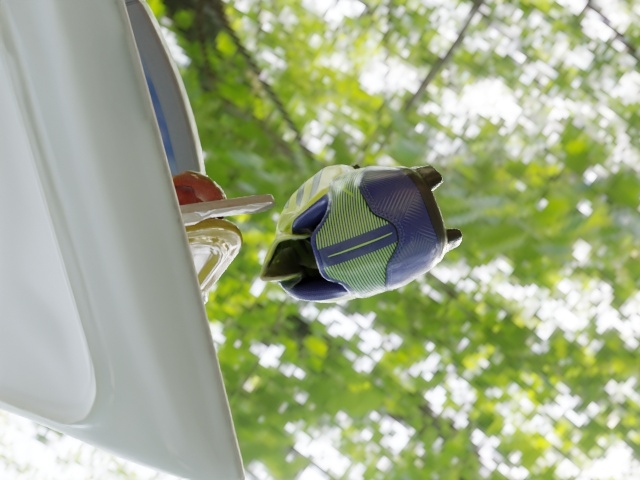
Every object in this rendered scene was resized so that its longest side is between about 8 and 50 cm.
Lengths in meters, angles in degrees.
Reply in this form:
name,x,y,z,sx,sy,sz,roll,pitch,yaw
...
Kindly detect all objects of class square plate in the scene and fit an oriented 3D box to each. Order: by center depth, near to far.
name,x,y,z,sx,sy,sz,roll,pitch,yaw
square plate,-0.203,-0.040,0.848,0.344,0.347,0.049,11,-148,43

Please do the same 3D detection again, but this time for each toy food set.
name,x,y,z,sx,sy,sz,roll,pitch,yaw
toy food set,-0.122,-0.003,1.036,0.128,0.218,0.071,-12,-110,-31

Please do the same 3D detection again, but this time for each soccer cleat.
name,x,y,z,sx,sy,sz,roll,pitch,yaw
soccer cleat,0.000,-0.001,1.150,0.121,0.289,0.093,-21,-87,-17

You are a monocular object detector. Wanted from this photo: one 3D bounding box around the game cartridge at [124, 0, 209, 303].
name,x,y,z,sx,sy,sz,roll,pitch,yaw
game cartridge,-0.194,-0.074,1.217,0.062,0.198,0.297,-68,-38,-81
